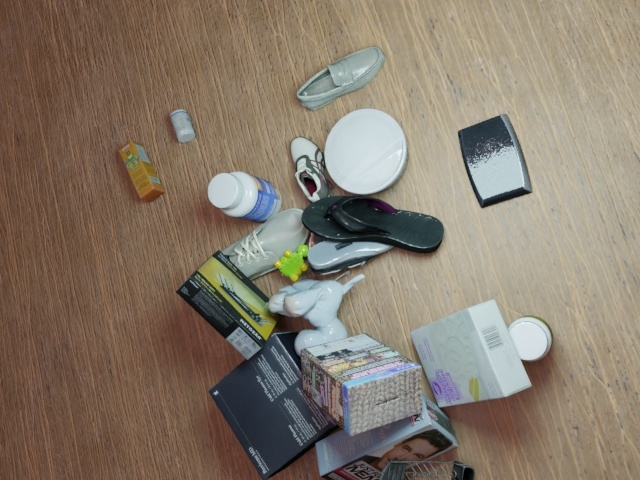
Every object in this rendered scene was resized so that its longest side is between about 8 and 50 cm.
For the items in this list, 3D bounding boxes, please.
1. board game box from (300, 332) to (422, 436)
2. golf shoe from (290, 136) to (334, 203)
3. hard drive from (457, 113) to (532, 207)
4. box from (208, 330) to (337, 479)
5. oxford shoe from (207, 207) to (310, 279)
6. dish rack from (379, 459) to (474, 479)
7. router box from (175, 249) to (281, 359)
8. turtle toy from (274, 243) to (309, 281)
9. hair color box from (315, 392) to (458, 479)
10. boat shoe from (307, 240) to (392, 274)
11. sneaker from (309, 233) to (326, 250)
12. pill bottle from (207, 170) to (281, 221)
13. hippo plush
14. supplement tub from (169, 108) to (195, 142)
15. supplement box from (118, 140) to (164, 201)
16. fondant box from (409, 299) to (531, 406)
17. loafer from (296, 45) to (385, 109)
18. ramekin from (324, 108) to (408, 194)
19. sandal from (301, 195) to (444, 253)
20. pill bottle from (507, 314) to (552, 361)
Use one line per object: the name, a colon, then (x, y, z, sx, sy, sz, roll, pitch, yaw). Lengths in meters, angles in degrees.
board game box: (0.109, 0.394, 1.634, 0.291, 0.232, 0.141, 21, 118, 61)
golf shoe: (-0.038, -0.239, 1.932, 0.105, 0.120, 0.273, -30, 73, 19)
hard drive: (0.518, -0.242, 1.731, 0.172, 0.054, 0.255, -18, 79, 20)
box: (-0.128, 0.524, 1.867, 0.312, 0.179, 0.343, -41, 71, 13)
oxford shoe: (-0.226, 0.041, 1.982, 0.449, 0.130, 0.169, -32, 72, 16)
dish rack: (0.295, 0.732, 1.655, 0.271, 0.074, 0.208, 8, 91, -16)
router box: (-0.282, 0.198, 1.845, 0.309, 0.243, 0.081, 45, 111, -6)
turtle toy: (-0.086, 0.068, 1.925, 0.095, 0.066, 0.130, 42, 102, -7)
hair color box: (0.192, 0.605, 1.709, 0.374, 0.185, 0.114, -32, 39, 17)
boat shoe: (0.111, 0.037, 1.848, 0.306, 0.105, 0.113, -23, 58, -7)
sneaker: (0.000, 0.000, 1.928, 0.065, 0.061, 0.158, 1, 87, 14)
pill bottle: (-0.254, -0.147, 1.930, 0.152, 0.272, 0.152, -2, 85, 22)
hippo plush: (-0.010, 0.251, 1.861, 0.294, 0.234, 0.237, -17, 98, -21)
supplement tub: (-0.522, -0.433, 2.179, 0.071, 0.071, 0.107, -27, 77, 18)
supplement box: (-0.694, -0.268, 2.233, 0.078, 0.080, 0.233, -34, 71, 14)
fondant box: (0.401, 0.323, 1.600, 0.096, 0.330, 0.238, -15, 76, -23)
loafer: (0.065, -0.543, 1.918, 0.319, 0.111, 0.112, -31, 74, 18)
ramekin: (0.158, -0.273, 1.847, 0.273, 0.127, 0.273, -2, 84, 23)
sandal: (0.160, -0.074, 1.786, 0.445, 0.107, 0.168, 8, 56, 10)
pill bottle: (0.571, 0.267, 1.579, 0.119, 0.208, 0.119, -2, 84, 22)
